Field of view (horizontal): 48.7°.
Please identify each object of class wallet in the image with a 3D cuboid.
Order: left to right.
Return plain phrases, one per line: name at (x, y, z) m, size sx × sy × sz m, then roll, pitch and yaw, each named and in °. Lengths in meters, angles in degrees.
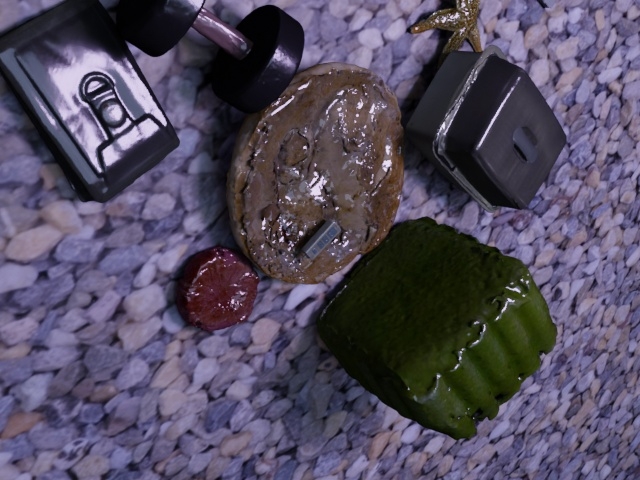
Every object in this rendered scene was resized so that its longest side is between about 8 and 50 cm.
wallet at (-0.306, -0.186, 0.944) m, size 0.168 × 0.052 × 0.245 m, roll -39°, pitch 122°, yaw -22°

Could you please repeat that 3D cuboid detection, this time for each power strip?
power strip at (0.000, 0.000, 1.159) m, size 0.083 × 0.017 × 0.027 m, roll -48°, pitch 133°, yaw -4°

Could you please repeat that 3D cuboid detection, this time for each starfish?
starfish at (0.256, -0.391, 1.273) m, size 0.176 × 0.053 × 0.208 m, roll 28°, pitch 95°, yaw -48°

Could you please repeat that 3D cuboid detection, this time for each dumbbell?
dumbbell at (-0.145, -0.285, 0.953) m, size 0.218 × 0.152 × 0.153 m, roll 27°, pitch 90°, yaw -38°

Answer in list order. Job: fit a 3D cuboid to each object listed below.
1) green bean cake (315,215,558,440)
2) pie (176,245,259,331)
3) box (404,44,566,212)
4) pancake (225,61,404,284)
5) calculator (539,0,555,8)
green bean cake at (0.204, 0.147, 1.255) m, size 0.335 × 0.319 × 0.218 m, roll -42°, pitch 128°, yaw -11°
pie at (-0.162, 0.081, 1.142) m, size 0.153 × 0.038 × 0.154 m, roll -14°, pitch 114°, yaw -33°
box at (0.306, -0.192, 1.279) m, size 0.290 × 0.166 × 0.221 m, roll 34°, pitch 87°, yaw -46°
pancake at (0.003, -0.105, 1.165) m, size 0.386 × 0.082 × 0.387 m, roll -19°, pitch 124°, yaw -31°
calculator at (0.457, -0.598, 1.353) m, size 0.161 × 0.021 × 0.262 m, roll 27°, pitch 90°, yaw -39°
